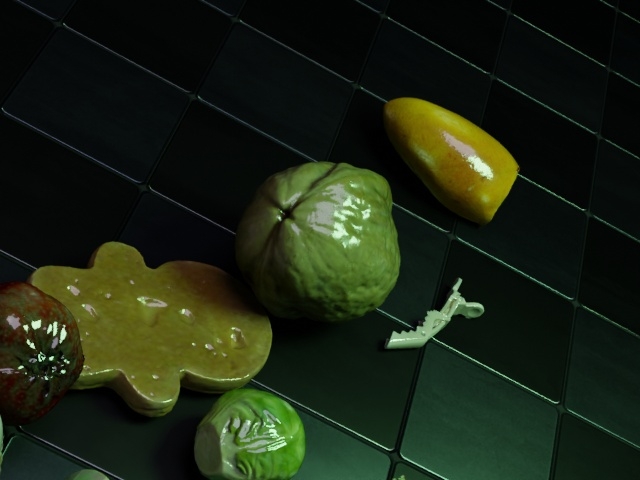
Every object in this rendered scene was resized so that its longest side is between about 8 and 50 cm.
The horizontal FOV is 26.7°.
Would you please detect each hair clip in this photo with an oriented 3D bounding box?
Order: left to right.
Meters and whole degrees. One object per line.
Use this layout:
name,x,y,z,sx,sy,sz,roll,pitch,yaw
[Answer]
hair clip,0.181,0.133,2.127,0.072,0.034,0.226,45,43,11

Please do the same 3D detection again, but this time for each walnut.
walnut,0.000,0.000,1.963,0.227,0.283,0.283,39,40,27

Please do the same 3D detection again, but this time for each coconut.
coconut,-0.285,0.320,1.627,0.083,0.081,0.082,-22,56,7

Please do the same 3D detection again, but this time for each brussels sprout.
brussels sprout,-0.091,0.261,1.775,0.155,0.117,0.155,26,39,-24

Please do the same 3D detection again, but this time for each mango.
mango,0.217,-0.158,2.343,0.257,0.138,0.187,34,29,-10

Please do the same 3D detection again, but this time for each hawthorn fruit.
hawthorn fruit,-0.401,0.131,1.670,0.181,0.181,0.235,-14,24,-40

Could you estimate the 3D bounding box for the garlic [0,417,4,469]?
garlic,-0.453,0.253,1.554,0.207,0.207,0.256,-1,22,-33

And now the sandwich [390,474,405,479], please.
sandwich,0.101,0.361,1.865,0.031,0.044,0.083,-19,106,-37

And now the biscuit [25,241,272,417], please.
biscuit,-0.233,0.120,1.864,0.354,0.052,0.275,-1,53,-35
